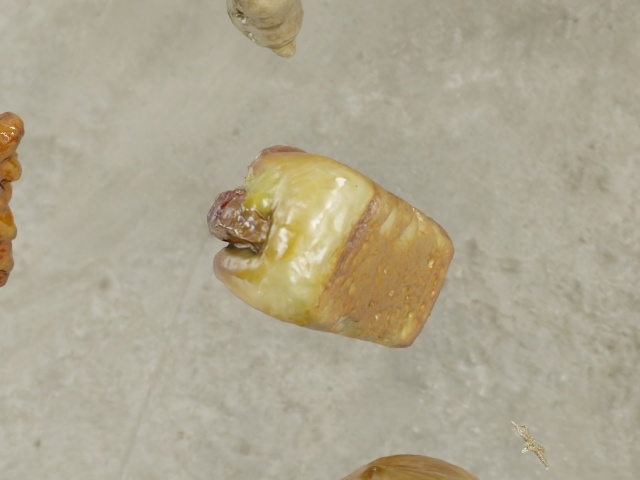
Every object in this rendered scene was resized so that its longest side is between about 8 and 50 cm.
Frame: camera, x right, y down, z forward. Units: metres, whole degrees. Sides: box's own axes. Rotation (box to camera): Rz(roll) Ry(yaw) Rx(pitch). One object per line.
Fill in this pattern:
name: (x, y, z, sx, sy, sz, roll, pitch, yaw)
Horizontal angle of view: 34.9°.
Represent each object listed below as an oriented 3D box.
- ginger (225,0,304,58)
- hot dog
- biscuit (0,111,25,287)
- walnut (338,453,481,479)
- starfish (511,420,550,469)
ginger: (-0.053, -0.171, 0.556, 0.075, 0.288, 0.089, -20, 77, 7)
hot dog: (0.000, 0.002, 1.227, 0.223, 0.405, 0.185, 27, 91, 25)
biscuit: (-0.478, -0.034, 1.100, 0.110, 0.312, 0.318, 45, 133, 32)
walnut: (0.069, 0.258, 0.701, 0.195, 0.195, 0.222, -19, 91, 29)
starfish: (0.298, 0.288, 1.417, 0.016, 0.086, 0.092, -47, 37, 15)
